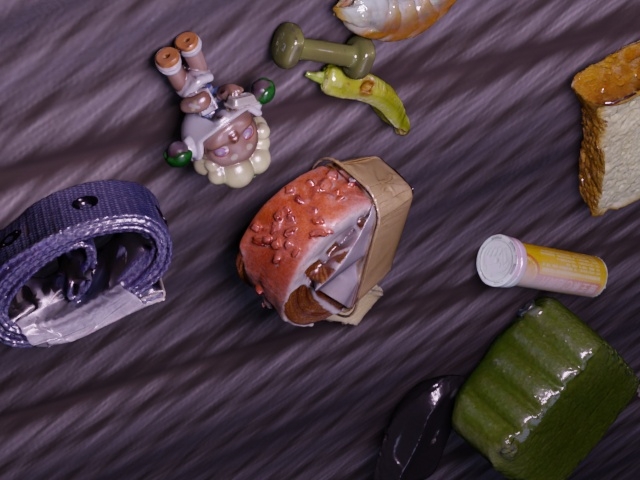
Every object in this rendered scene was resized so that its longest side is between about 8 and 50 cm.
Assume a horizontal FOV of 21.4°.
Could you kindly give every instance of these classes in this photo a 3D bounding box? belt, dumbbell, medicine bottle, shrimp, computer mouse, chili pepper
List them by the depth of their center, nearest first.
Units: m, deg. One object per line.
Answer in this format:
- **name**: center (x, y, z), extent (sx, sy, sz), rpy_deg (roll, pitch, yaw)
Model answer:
- **shrimp**: center (0.101, -0.289, 1.850), extent (0.161, 0.049, 0.166), rpy_deg (-2, 135, -37)
- **dumbbell**: center (0.003, -0.209, 1.869), extent (0.118, 0.046, 0.052), rpy_deg (6, 116, -34)
- **belt**: center (-0.279, 0.022, 1.902), extent (0.230, 0.126, 0.139), rpy_deg (-28, 121, -1)
- **chili pepper**: center (0.063, -0.166, 1.978), extent (0.049, 0.043, 0.208), rpy_deg (-53, 141, 10)
- **medicine bottle**: center (0.317, 0.039, 2.383), extent (0.218, 0.074, 0.074), rpy_deg (9, 130, -44)
- **computer mouse**: center (0.146, 0.281, 2.542), extent (0.122, 0.073, 0.217), rpy_deg (-8, 126, -49)

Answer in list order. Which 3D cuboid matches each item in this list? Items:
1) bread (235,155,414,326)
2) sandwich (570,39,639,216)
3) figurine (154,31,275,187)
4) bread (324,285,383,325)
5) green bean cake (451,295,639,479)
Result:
- **bread**: center (0.000, 0.000, 2.066), extent (0.212, 0.142, 0.224), rpy_deg (-25, 146, -33)
- **sandwich**: center (0.432, -0.164, 2.197), extent (0.226, 0.087, 0.251), rpy_deg (-23, 147, -6)
- **figurine**: center (-0.115, -0.137, 1.843), extent (0.147, 0.093, 0.197), rpy_deg (-38, 145, -9)
- **bread**: center (0.012, 0.074, 2.246), extent (0.154, 0.028, 0.068), rpy_deg (12, 127, -42)
- **green bean cake**: center (0.330, 0.233, 2.518), extent (0.250, 0.156, 0.247), rpy_deg (-49, 145, 2)
